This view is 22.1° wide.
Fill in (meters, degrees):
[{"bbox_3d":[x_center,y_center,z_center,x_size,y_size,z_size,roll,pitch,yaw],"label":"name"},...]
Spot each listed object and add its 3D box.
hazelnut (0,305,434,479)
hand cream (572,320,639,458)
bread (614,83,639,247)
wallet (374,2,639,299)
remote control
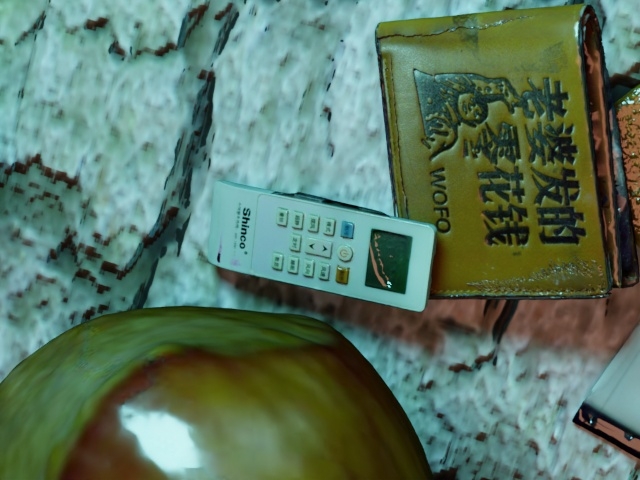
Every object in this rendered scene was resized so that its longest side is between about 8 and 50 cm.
[{"bbox_3d":[-0.073,0.210,1.042,0.365,0.366,0.366,2,101,9],"label":"hazelnut"},{"bbox_3d":[0.301,0.019,1.080,0.121,0.076,0.336,31,111,8],"label":"hand cream"},{"bbox_3d":[0.223,-0.057,1.085,0.094,0.035,0.090,-38,92,14],"label":"bread"},{"bbox_3d":[0.119,-0.053,1.079,0.161,0.042,0.195,-2,103,29],"label":"wallet"},{"bbox_3d":[0.000,0.000,1.122,0.166,0.029,0.065,12,106,19],"label":"remote control"}]
